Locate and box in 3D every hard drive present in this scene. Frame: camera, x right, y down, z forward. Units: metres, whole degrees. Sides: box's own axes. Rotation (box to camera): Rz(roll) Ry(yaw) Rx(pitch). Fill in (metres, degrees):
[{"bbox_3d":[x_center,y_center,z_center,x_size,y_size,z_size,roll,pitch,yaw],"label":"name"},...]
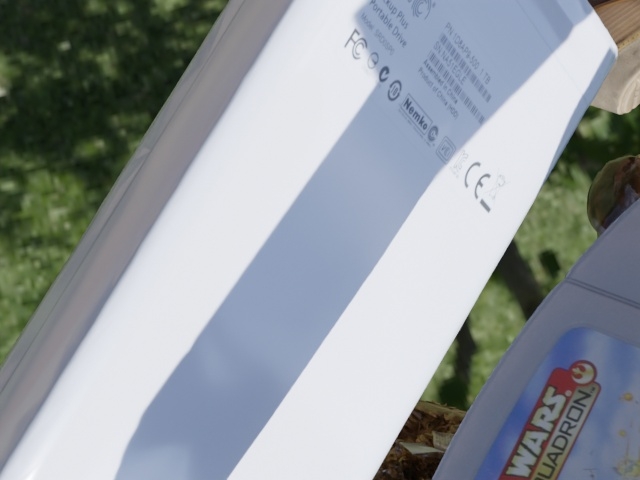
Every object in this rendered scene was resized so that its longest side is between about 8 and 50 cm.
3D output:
[{"bbox_3d":[0.000,0.000,0.751,0.353,0.047,0.233,-59,142,-9],"label":"hard drive"}]

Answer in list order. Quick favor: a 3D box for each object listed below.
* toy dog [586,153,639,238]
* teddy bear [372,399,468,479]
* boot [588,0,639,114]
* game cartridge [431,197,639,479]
[{"bbox_3d":[0.453,0.064,1.876,0.284,0.408,0.395,-12,136,-17],"label":"toy dog"},{"bbox_3d":[0.105,0.198,1.198,0.338,0.245,0.113,-12,118,-63],"label":"teddy bear"},{"bbox_3d":[0.211,-0.206,1.280,0.248,0.207,0.090,-37,149,-35],"label":"boot"},{"bbox_3d":[0.138,0.126,0.641,0.297,0.198,0.062,-61,157,-17],"label":"game cartridge"}]
